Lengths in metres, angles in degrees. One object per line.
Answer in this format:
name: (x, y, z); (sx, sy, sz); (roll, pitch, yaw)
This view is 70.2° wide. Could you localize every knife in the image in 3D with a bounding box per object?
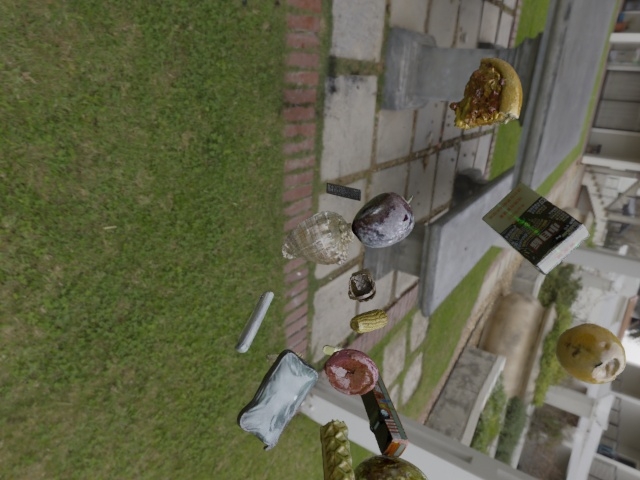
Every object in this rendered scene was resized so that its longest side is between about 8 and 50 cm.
knife: (-0.263, 0.315, 1.789); (0.040, 0.073, 0.266); (43, 57, -29)

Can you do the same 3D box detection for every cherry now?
cherry: (0.274, -0.089, 1.906); (0.296, 0.218, 0.255); (-31, 177, 4)

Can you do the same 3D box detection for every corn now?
corn: (0.183, 0.309, 1.737); (0.231, 0.080, 0.080); (-1, 104, -56)

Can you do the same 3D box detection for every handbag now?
handbag: (-0.150, 0.568, 1.632); (0.191, 0.075, 0.332); (44, 69, -25)

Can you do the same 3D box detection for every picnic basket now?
picnic basket: (0.187, 0.215, 2.057); (0.138, 0.128, 0.178); (67, 21, -13)

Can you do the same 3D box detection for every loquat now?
loquat: (1.023, 0.425, 1.739); (0.244, 0.243, 0.244); (-32, 130, -48)

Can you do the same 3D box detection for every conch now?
conch: (0.010, 0.011, 2.033); (0.352, 0.210, 0.297); (-35, 146, -7)

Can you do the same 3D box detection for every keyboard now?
keyboard: (0.095, -0.202, 1.888); (0.010, 0.155, 0.053); (-51, 149, -50)

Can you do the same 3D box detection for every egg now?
egg: (0.234, 0.849, 1.535); (0.238, 0.289, 0.238); (173, -90, -84)

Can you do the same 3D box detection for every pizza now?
pizza: (0.471, -0.418, 1.342); (0.081, 0.229, 0.290); (18, 48, -26)

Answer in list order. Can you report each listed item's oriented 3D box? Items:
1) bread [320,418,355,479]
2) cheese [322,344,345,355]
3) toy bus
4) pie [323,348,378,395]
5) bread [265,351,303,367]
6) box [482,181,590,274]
bread: (0.048, 0.622, 1.251); (0.098, 0.269, 0.087); (-41, 111, 14)
cheese: (0.106, 0.618, 2.537); (0.255, 0.127, 0.050); (32, 69, -64)
toy bus: (0.212, 0.614, 1.701); (0.092, 0.409, 0.093); (18, 111, -18)
pie: (0.102, 0.436, 1.510); (0.049, 0.182, 0.182); (-64, 156, -61)
bread: (-0.159, 0.500, 1.851); (0.136, 0.154, 0.054); (122, -33, -52)
box: (0.741, -0.049, 1.595); (0.198, 0.310, 0.084); (-45, 127, 12)
